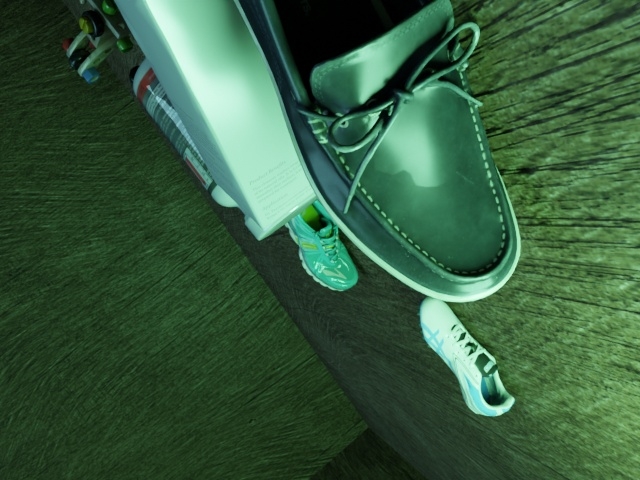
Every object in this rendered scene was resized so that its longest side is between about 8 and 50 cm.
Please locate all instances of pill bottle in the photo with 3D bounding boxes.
[{"bbox_3d":[-0.156,-0.193,1.076,0.363,0.210,0.210,54,167,-1],"label":"pill bottle"}]

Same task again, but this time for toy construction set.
[{"bbox_3d":[-0.493,-0.555,1.418,0.237,0.257,0.309,-37,67,59],"label":"toy construction set"}]

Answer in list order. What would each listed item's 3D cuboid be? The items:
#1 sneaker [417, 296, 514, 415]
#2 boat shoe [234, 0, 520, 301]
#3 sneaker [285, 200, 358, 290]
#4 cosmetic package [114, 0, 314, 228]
[{"bbox_3d":[0.251,0.193,1.004,0.086,0.085,0.237,-29,95,50],"label":"sneaker"},{"bbox_3d":[0.051,-0.151,0.554,0.500,0.186,0.156,61,172,-10],"label":"boat shoe"},{"bbox_3d":[0.000,0.000,1.300,0.275,0.107,0.110,57,157,-16],"label":"sneaker"},{"bbox_3d":[-0.093,-0.226,0.776,0.156,0.217,0.385,42,161,39],"label":"cosmetic package"}]
